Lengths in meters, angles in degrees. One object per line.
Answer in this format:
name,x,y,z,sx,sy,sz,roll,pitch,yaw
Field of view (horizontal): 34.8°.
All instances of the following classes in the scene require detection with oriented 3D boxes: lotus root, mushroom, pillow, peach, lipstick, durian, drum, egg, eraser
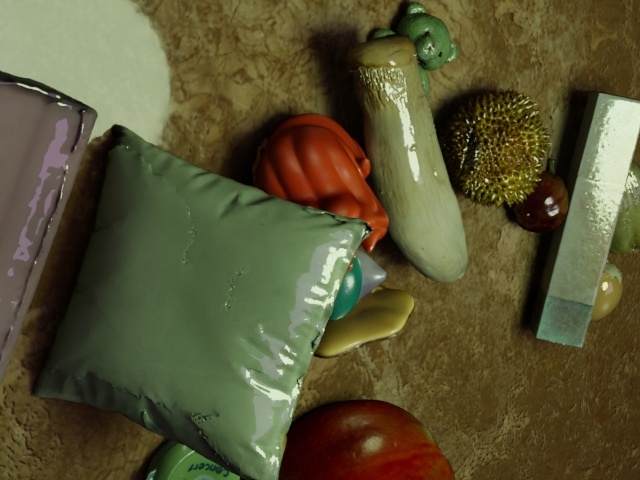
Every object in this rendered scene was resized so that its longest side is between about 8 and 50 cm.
lotus root,0.462,-0.067,1.583,0.090,0.077,0.183,-20,110,-6
mushroom,0.115,-0.091,1.254,0.123,0.095,0.351,-63,141,-52
pillow,-0.132,0.070,1.071,0.119,0.312,0.310,1,108,-74
peach,0.034,0.338,1.314,0.274,0.245,0.249,-20,84,-19
lipstick,0.393,-0.031,1.511,0.076,0.080,0.372,12,102,2
durian,0.234,-0.120,1.370,0.168,0.137,0.158,-20,93,-40
drum,-0.145,0.224,1.230,0.130,0.049,0.253,3,101,-37
egg,0.434,0.081,1.603,0.080,0.080,0.096,-11,116,-34
eraser,-0.388,0.002,0.918,0.272,0.122,0.359,14,99,-42

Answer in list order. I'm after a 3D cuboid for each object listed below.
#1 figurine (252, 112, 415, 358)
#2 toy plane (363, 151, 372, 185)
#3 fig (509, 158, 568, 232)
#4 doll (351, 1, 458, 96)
figurine,0.008,-0.004,1.191,0.208,0.181,0.257,-46,127,-43
toy plane,0.096,-0.113,1.323,0.111,0.040,0.102,-30,120,-28
fig,0.329,-0.070,1.492,0.125,0.088,0.089,-47,127,-39
doll,0.109,-0.221,1.289,0.150,0.077,0.115,-47,115,-3
